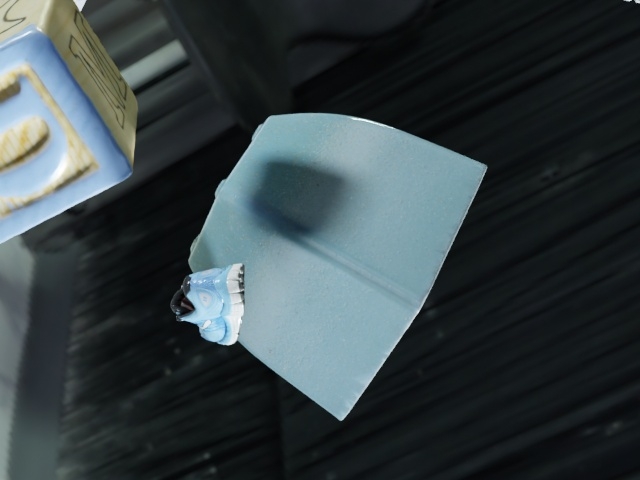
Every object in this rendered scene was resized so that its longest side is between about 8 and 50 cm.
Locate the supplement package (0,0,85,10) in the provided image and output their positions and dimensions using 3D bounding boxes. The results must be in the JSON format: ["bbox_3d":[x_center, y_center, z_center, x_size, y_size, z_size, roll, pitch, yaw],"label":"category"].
[{"bbox_3d":[-0.430,-0.284,1.787,0.177,0.293,0.175,30,21,0],"label":"supplement package"}]

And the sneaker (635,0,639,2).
[{"bbox_3d":[0.294,-0.236,1.135,0.076,0.166,0.065,-73,166,-50],"label":"sneaker"}]

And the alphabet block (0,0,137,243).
[{"bbox_3d":[-0.326,-0.145,1.521,0.193,0.192,0.197,61,9,-27],"label":"alphabet block"}]

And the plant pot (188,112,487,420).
[{"bbox_3d":[0.000,0.000,1.581,0.252,0.247,0.248,30,48,-1],"label":"plant pot"}]

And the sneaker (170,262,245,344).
[{"bbox_3d":[-0.116,0.061,1.418,0.162,0.073,0.063,107,-16,-67],"label":"sneaker"}]
